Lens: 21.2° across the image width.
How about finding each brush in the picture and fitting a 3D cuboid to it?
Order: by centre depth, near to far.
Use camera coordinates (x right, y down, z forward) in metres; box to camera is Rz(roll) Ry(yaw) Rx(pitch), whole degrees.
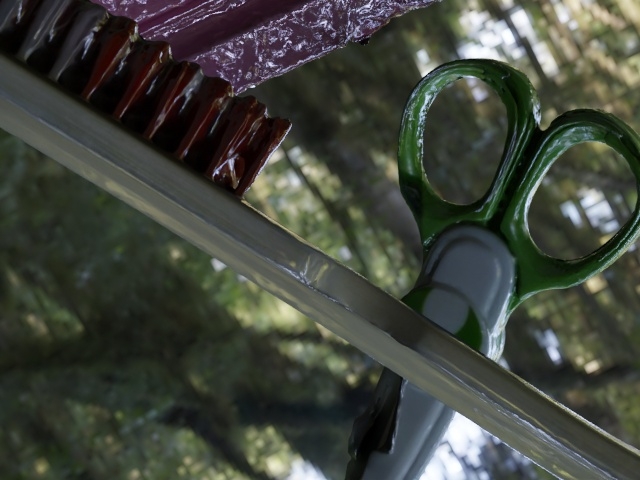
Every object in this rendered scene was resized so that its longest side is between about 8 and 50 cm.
[{"bbox_3d":[0.000,0.000,0.530,0.050,0.321,0.060,-59,-172,-14],"label":"brush"}]

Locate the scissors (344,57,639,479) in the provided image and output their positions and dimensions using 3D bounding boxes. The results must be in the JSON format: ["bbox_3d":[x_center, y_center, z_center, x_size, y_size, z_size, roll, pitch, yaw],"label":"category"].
[{"bbox_3d":[0.050,0.035,0.659,0.027,0.101,0.204,-14,129,-63],"label":"scissors"}]

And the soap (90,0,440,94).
[{"bbox_3d":[-0.061,-0.157,0.789,0.289,0.182,0.112,-27,-139,6],"label":"soap"}]
